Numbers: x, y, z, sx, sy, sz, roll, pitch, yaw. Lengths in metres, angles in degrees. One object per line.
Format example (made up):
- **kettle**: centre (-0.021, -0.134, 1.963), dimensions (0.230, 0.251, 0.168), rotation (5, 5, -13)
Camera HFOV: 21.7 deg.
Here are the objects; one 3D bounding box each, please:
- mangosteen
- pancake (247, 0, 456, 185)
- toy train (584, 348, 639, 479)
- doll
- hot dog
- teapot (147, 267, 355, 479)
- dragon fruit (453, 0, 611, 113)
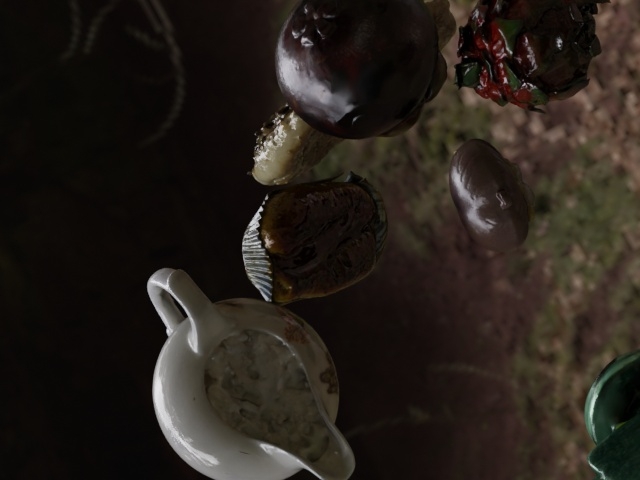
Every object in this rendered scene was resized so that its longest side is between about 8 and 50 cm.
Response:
- **mangosteen**: centre (0.048, -0.210, 1.932), dimensions (0.210, 0.210, 0.210), rotation (62, -179, -2)
- **pancake**: centre (0.043, -0.210, 2.362), dimensions (0.071, 0.382, 0.382), rotation (47, 179, 7)
- **toy train**: centre (0.416, 0.145, 1.352), dimensions (0.272, 0.442, 0.179), rotation (51, -179, -30)
- **doll**: centre (0.203, -0.067, 2.040), dimensions (0.188, 0.096, 0.145), rotation (-114, 6, -57)
- **hot dog**: centre (0.000, 0.000, 2.214), dimensions (0.270, 0.082, 0.162), rotation (-16, -69, -51)
- **teapot**: centre (-0.086, 0.153, 1.801), dimensions (0.298, 0.204, 0.139), rotation (43, 161, -1)
- **dragon fruit**: centre (0.280, -0.257, 2.220), dimensions (0.189, 0.182, 0.182), rotation (15, 157, 24)
